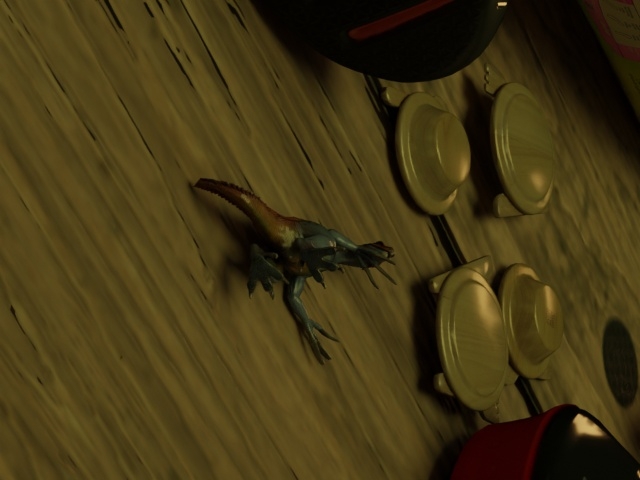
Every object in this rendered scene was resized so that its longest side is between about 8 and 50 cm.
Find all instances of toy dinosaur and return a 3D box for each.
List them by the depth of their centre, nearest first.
[{"bbox_3d":[0.000,0.000,0.692,0.090,0.047,0.082,62,14,-9],"label":"toy dinosaur"}]

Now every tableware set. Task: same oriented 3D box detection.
[{"bbox_3d":[0.077,0.000,0.840,0.141,0.020,0.169,3,79,-58],"label":"tableware set"}]

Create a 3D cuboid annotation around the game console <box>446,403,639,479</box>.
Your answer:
[{"bbox_3d":[0.140,0.296,0.813,0.342,0.060,0.387,39,50,-48],"label":"game console"}]

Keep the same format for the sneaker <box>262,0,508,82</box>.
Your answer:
[{"bbox_3d":[0.007,-0.214,0.695,0.314,0.116,0.136,66,31,-22],"label":"sneaker"}]

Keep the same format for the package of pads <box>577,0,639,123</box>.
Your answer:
[{"bbox_3d":[0.226,-0.181,0.958,0.229,0.101,0.296,-64,151,-11],"label":"package of pads"}]
